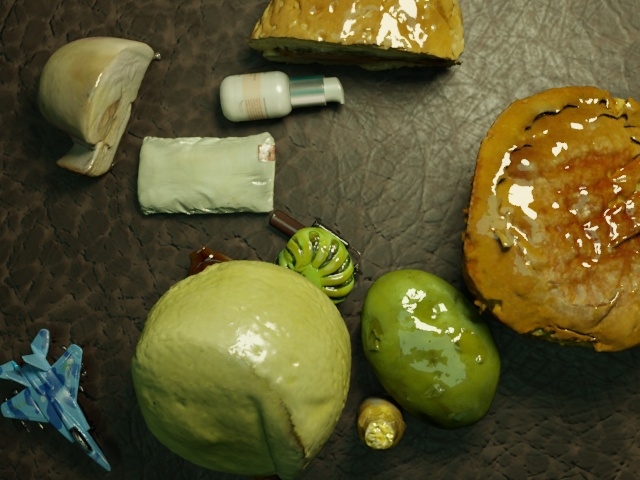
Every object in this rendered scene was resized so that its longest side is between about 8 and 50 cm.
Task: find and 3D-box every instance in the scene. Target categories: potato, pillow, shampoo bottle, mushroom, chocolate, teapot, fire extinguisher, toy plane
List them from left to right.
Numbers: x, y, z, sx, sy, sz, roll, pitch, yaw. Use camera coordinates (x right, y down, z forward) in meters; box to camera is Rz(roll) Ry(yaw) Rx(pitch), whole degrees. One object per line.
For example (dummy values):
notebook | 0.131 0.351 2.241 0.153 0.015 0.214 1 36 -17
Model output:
toy plane | -0.411 0.269 1.248 0.169 0.078 0.246 -41 92 3
mushroom | -0.388 -0.230 1.211 0.162 0.173 0.236 20 91 8
pillow | -0.184 -0.106 1.248 0.229 0.051 0.128 -1 96 7
teapot | -0.166 0.073 1.226 0.098 0.078 0.129 -22 86 4
shampoo bottle | -0.060 -0.233 1.227 0.192 0.074 0.074 -5 88 6
fire extinguisher | 0.000 0.000 1.239 0.173 0.035 0.049 33 53 6
chocolate | 0.085 0.272 1.125 0.086 0.219 0.085 -1 85 6
potato | 0.162 0.158 1.154 0.186 0.148 0.253 -25 89 8

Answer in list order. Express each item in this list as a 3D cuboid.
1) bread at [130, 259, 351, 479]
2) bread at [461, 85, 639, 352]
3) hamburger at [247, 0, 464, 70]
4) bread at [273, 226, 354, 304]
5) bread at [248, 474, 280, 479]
bread | -0.107 0.187 1.122 0.321 0.237 0.320 8 122 13
bread | 0.352 -0.028 1.102 0.337 0.204 0.358 16 82 -8
hamburger | 0.057 -0.374 1.178 0.330 0.162 0.209 4 90 10
bread | -0.015 0.051 1.196 0.139 0.071 0.130 -31 100 31
bread | -0.054 0.427 1.221 0.052 0.044 0.157 -42 85 -2
